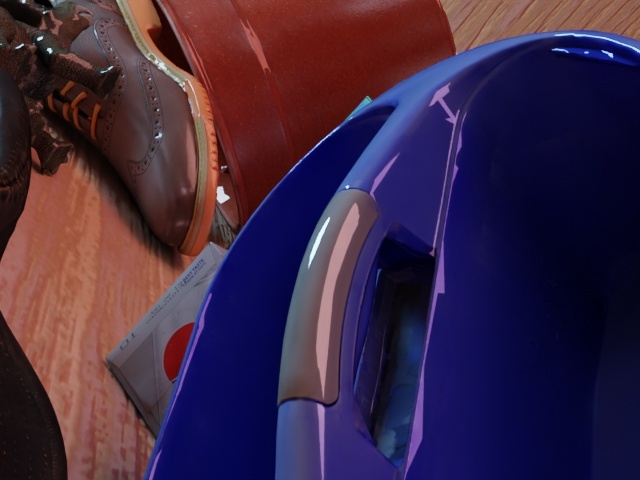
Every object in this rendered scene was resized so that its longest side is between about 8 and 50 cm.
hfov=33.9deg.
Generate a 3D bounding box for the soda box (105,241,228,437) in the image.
[{"bbox_3d":[-0.001,0.100,0.685,0.091,0.098,0.286,48,10,33],"label":"soda box"}]

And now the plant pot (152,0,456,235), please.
[{"bbox_3d":[-0.014,-0.178,1.109,0.272,0.265,0.272,158,-90,-79],"label":"plant pot"}]

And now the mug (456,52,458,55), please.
[{"bbox_3d":[0.059,-0.153,1.473,0.374,0.328,0.276,41,8,-16],"label":"mug"}]

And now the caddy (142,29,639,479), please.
[{"bbox_3d":[0.049,0.065,0.398,0.179,0.241,0.341,44,42,-31],"label":"caddy"}]

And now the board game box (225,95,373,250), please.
[{"bbox_3d":[0.002,-0.018,0.912,0.047,0.210,0.160,40,9,-22],"label":"board game box"}]

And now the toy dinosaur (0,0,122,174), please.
[{"bbox_3d":[-0.253,-0.141,0.769,0.160,0.121,0.313,33,10,13],"label":"toy dinosaur"}]

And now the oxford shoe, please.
[{"bbox_3d":[-0.194,-0.118,0.948,0.133,0.130,0.363,-2,42,-31],"label":"oxford shoe"}]

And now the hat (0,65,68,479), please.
[{"bbox_3d":[-0.175,-0.023,0.356,0.331,0.134,0.331,43,7,-6],"label":"hat"}]
